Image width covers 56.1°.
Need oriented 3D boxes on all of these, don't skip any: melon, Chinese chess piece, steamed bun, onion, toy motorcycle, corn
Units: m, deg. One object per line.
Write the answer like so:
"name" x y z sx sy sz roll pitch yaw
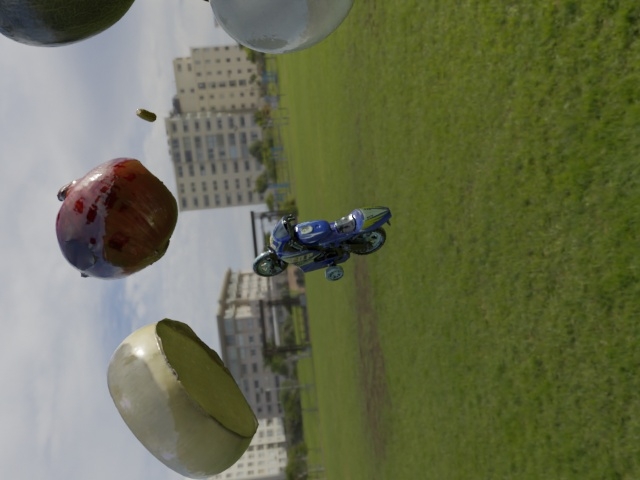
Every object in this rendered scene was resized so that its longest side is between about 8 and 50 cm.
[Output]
"melon" -0.440 -0.462 1.015 0.237 0.302 0.237 32 147 24
"Chinese chess piece" -0.278 0.319 1.232 0.338 0.140 0.338 50 -178 -2
"steamed bun" -0.039 -0.394 0.921 0.164 0.242 0.146 43 -138 -36
"onion" -0.563 -0.042 1.644 0.341 0.341 0.341 174 90 -86
"toy motorcycle" 0.000 0.000 1.295 0.169 0.315 0.113 81 173 -52
"corn" -0.583 -0.419 2.013 0.092 0.037 0.037 13 -110 -71
